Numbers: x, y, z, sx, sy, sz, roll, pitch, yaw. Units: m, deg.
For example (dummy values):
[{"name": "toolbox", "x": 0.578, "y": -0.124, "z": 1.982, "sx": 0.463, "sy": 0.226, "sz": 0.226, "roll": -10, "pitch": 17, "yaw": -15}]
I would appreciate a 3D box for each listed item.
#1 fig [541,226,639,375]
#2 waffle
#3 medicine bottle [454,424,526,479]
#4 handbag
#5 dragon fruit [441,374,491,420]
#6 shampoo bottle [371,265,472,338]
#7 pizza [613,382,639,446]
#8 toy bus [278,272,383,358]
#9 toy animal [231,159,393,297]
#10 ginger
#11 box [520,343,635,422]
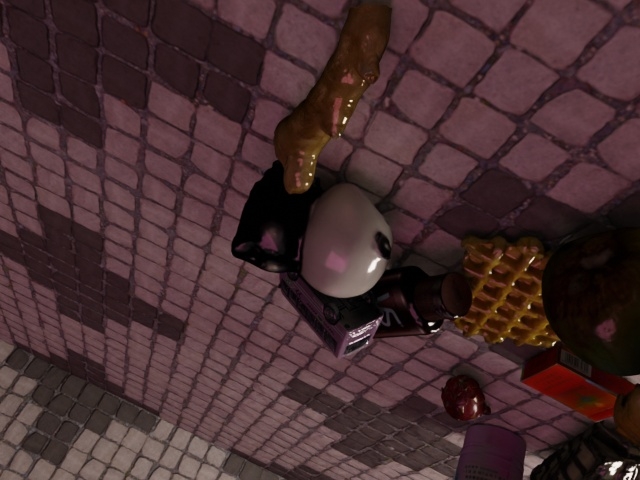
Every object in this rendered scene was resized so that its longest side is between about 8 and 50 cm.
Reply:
[{"name": "fig", "x": 0.390, "y": 0.083, "z": 0.770, "sx": 0.181, "sy": 0.181, "sz": 0.191, "roll": -6, "pitch": 107, "yaw": 37}, {"name": "waffle", "x": 0.306, "y": 0.091, "z": 0.963, "sx": 0.291, "sy": 0.051, "sz": 0.291, "roll": 15, "pitch": 143, "yaw": 12}, {"name": "medicine bottle", "x": 0.390, "y": 0.581, "z": 1.375, "sx": 0.152, "sy": 0.254, "sz": 0.152, "roll": 17, "pitch": 144, "yaw": 12}, {"name": "handbag", "x": 0.661, "y": 0.547, "z": 1.259, "sx": 0.325, "sy": 0.162, "sz": 0.327, "roll": 17, "pitch": 137, "yaw": 6}, {"name": "dragon fruit", "x": 0.319, "y": 0.355, "z": 1.268, "sx": 0.094, "sy": 0.094, "sz": 0.190, "roll": -1, "pitch": 147, "yaw": 33}, {"name": "shampoo bottle", "x": 0.121, "y": 0.114, "z": 1.033, "sx": 0.323, "sy": 0.084, "sz": 0.129, "roll": -16, "pitch": 100, "yaw": 54}, {"name": "pizza", "x": 0.479, "y": 0.143, "z": 0.696, "sx": 0.080, "sy": 0.392, "sz": 0.435, "roll": 53, "pitch": 150, "yaw": 30}, {"name": "toy bus", "x": 0.012, "y": 0.102, "z": 1.026, "sx": 0.199, "sy": 0.096, "sz": 0.108, "roll": 46, "pitch": 139, "yaw": 32}, {"name": "toy animal", "x": 0.000, "y": -0.007, "z": 0.925, "sx": 0.235, "sy": 0.165, "sz": 0.187, "roll": 17, "pitch": 149, "yaw": 9}, {"name": "ginger", "x": 0.007, "y": -0.180, "z": 0.758, "sx": 0.065, "sy": 0.118, "sz": 0.299, "roll": -3, "pitch": 151, "yaw": -28}, {"name": "box", "x": 0.479, "y": 0.265, "z": 1.085, "sx": 0.175, "sy": 0.048, "sz": 0.112, "roll": 29, "pitch": 144, "yaw": -5}]
